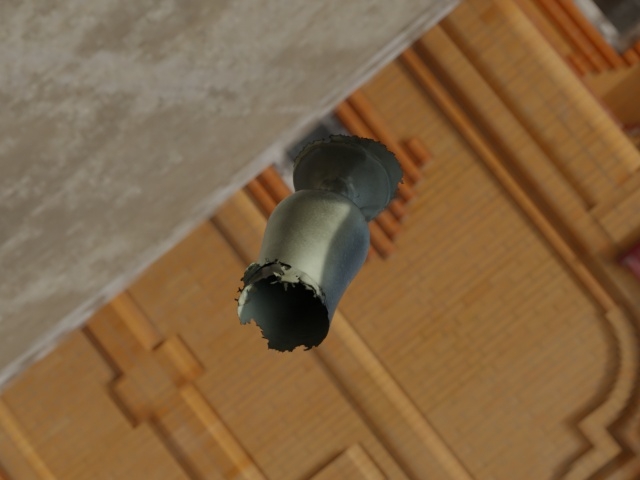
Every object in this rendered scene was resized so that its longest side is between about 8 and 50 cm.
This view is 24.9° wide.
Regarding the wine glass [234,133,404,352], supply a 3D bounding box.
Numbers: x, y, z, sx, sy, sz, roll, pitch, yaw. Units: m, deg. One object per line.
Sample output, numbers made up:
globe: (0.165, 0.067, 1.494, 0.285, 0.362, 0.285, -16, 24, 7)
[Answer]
wine glass: (0.000, 0.000, 0.477, 0.042, 0.039, 0.083, -7, -150, 21)
